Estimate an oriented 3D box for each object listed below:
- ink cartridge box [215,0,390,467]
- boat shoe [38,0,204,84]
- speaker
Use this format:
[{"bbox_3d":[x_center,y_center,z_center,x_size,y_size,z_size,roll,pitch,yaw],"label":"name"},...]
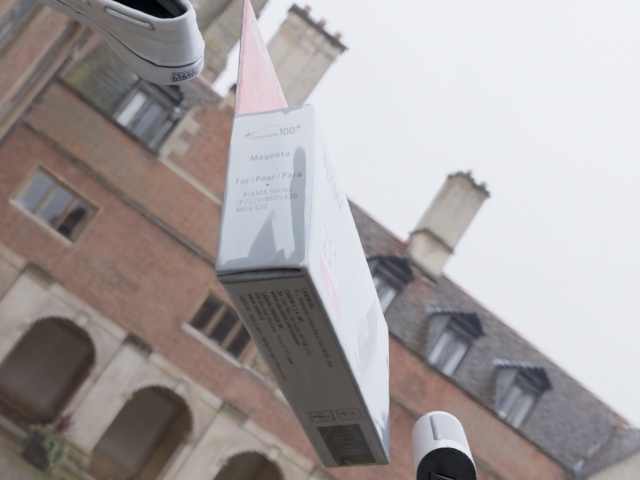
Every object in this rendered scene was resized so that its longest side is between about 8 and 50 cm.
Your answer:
[{"bbox_3d":[0.000,0.000,0.712,0.060,0.239,0.275,-6,-36,12],"label":"ink cartridge box"},{"bbox_3d":[-0.203,-0.252,0.948,0.258,0.095,0.084,36,-35,21],"label":"boat shoe"},{"bbox_3d":[0.113,0.201,0.919,0.055,0.055,0.136,34,5,2],"label":"speaker"}]
